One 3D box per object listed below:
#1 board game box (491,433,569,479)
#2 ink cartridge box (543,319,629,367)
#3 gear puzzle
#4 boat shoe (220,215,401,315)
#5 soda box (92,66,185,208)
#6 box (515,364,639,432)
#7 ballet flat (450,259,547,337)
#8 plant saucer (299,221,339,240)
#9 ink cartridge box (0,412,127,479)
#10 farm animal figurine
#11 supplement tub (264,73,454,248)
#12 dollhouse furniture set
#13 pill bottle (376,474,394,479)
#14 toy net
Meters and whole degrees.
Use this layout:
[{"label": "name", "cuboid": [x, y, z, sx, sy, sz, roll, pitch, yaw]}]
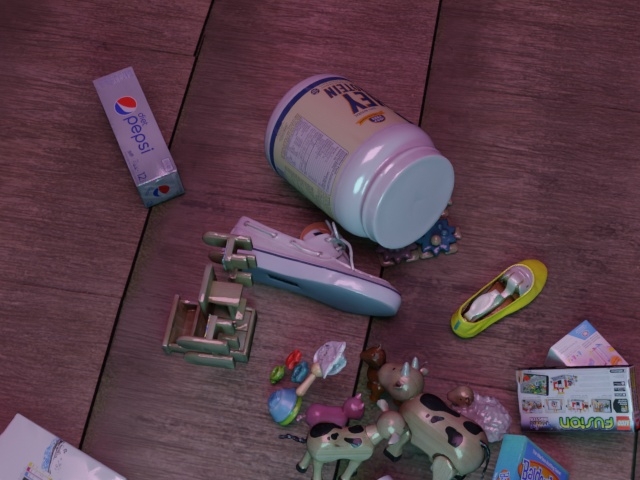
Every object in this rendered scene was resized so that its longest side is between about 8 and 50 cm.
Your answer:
[{"label": "board game box", "cuboid": [0.339, 0.454, 1.763, 0.047, 0.160, 0.210, -6, 55, 44]}, {"label": "ink cartridge box", "cuboid": [0.490, 0.236, 1.902, 0.092, 0.090, 0.143, -35, 66, -14]}, {"label": "gear puzzle", "cuboid": [0.167, -0.115, 2.123, 0.176, 0.044, 0.338, -11, 63, -3]}, {"label": "boat shoe", "cuboid": [-0.004, 0.027, 2.013, 0.367, 0.136, 0.156, 16, 70, 20]}, {"label": "soda box", "cuboid": [-0.375, -0.214, 2.171, 0.091, 0.098, 0.286, -23, 64, -8]}, {"label": "box", "cuboid": [0.446, 0.276, 1.834, 0.207, 0.036, 0.114, -6, 88, 34]}, {"label": "ballet flat", "cuboid": [0.343, 0.102, 1.985, 0.231, 0.077, 0.077, -34, 66, -14]}, {"label": "plant saucer", "cuboid": [0.000, 0.000, 2.090, 0.084, 0.013, 0.083, -1, 64, 2]}, {"label": "ink cartridge box", "cuboid": [-0.455, 0.440, 1.797, 0.233, 0.171, 0.168, 27, 67, 16]}, {"label": "farm animal figurine", "cuboid": [0.143, 0.298, 1.764, 0.327, 0.172, 0.330, 26, 35, 12]}, {"label": "supplement tub", "cuboid": [0.072, -0.151, 2.003, 0.235, 0.235, 0.325, -38, 52, -16]}, {"label": "dollhouse furniture set", "cuboid": [-0.213, 0.124, 1.908, 0.161, 0.242, 0.212, 7, 63, 7]}, {"label": "pill bottle", "cuboid": [0.156, 0.515, 1.747, 0.136, 0.136, 0.245, -37, 67, -15]}, {"label": "toy net", "cuboid": [-0.016, 0.235, 1.875, 0.045, 0.232, 0.122, 34, 40, -21]}]
